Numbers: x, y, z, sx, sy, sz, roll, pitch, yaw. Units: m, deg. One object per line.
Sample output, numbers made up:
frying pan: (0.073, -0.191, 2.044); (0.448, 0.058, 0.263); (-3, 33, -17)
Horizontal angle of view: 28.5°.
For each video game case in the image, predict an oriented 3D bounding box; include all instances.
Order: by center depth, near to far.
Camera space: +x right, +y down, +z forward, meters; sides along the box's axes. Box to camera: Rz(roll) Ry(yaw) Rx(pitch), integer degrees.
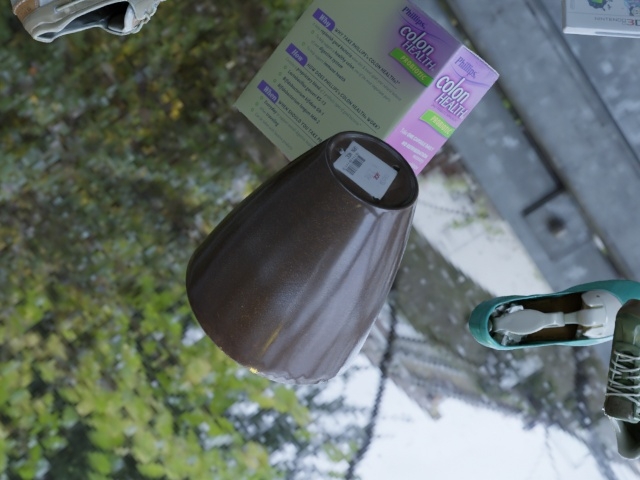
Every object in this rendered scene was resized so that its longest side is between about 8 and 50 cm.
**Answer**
video game case: (0.358, -0.317, 1.503); (0.143, 0.157, 0.019); (3, 163, -4)

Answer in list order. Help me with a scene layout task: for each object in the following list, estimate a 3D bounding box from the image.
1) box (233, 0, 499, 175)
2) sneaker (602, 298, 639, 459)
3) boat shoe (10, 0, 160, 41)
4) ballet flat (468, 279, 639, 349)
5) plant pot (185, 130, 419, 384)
box: (0.054, -0.186, 1.563); (0.243, 0.213, 0.117); (-51, 149, 11)
sneaker: (0.348, 0.163, 1.389); (0.064, 0.192, 0.086); (17, -132, 40)
boat shoe: (-0.270, -0.328, 1.694); (0.302, 0.103, 0.113); (-14, 169, -29)
ballet flat: (0.318, 0.103, 1.642); (0.247, 0.083, 0.087); (-8, -176, 2)
plant pot: (0.000, 0.000, 1.325); (0.230, 0.215, 0.215); (-55, 177, 41)
